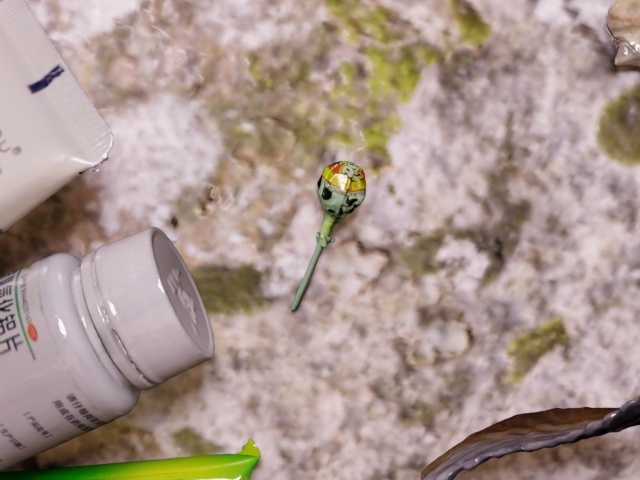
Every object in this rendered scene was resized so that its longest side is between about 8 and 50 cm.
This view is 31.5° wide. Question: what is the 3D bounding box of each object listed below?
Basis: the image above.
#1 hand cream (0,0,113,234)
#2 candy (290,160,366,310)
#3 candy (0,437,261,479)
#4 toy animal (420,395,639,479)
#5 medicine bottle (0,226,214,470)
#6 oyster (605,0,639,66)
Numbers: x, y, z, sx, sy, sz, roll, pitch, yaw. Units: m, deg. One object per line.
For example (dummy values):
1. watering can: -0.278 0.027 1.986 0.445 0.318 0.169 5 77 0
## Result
1. hand cream: -0.211 0.011 0.499 0.276 0.059 0.095 -39 70 11
2. candy: 0.000 0.000 0.533 0.023 0.025 0.083 10 118 -26
3. candy: -0.114 0.156 0.578 0.178 0.032 0.102 -4 111 -3
4. toy animal: 0.207 0.073 0.497 0.197 0.272 0.160 -29 134 -37
5. medicine bottle: -0.120 0.049 0.511 0.130 0.080 0.080 -25 111 6
6. oyster: 0.209 -0.072 0.506 0.108 0.053 0.166 -37 102 -1
